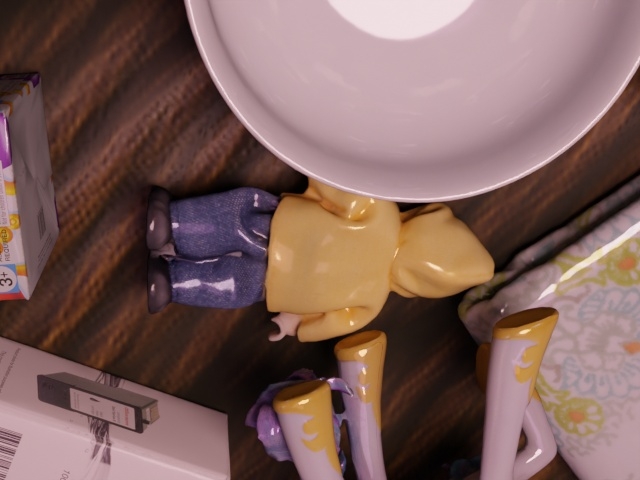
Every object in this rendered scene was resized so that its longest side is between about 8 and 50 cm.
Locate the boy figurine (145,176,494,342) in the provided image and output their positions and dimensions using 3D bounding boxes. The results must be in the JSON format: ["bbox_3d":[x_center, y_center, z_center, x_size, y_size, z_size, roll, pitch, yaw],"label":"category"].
[{"bbox_3d":[0.000,0.000,0.816,0.285,0.092,0.177,-2,111,-5],"label":"boy figurine"}]

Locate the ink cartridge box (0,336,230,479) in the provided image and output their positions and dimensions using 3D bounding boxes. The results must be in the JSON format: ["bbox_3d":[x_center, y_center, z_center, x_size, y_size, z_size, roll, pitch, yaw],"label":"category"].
[{"bbox_3d":[-0.239,0.215,0.863,0.273,0.114,0.198,22,108,-12],"label":"ink cartridge box"}]

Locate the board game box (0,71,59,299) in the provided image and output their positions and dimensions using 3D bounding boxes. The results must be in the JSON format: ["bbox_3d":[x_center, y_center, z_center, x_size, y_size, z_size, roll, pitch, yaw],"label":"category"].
[{"bbox_3d":[-0.352,-0.039,0.740,0.276,0.144,0.142,-3,111,-5],"label":"board game box"}]

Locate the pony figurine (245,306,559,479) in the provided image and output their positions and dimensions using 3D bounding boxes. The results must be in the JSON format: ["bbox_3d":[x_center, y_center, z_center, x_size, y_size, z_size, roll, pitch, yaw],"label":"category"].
[{"bbox_3d":[0.073,0.262,0.798,0.351,0.303,0.363,-17,101,-7],"label":"pony figurine"}]

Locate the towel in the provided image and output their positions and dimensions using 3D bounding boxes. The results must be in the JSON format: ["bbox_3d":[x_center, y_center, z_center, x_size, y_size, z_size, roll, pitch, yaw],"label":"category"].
[{"bbox_3d":[0.358,0.072,0.880,0.375,0.090,0.320,-35,107,8],"label":"towel"}]

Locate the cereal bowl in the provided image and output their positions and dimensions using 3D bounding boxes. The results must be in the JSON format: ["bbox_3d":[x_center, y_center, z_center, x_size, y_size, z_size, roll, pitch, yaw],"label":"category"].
[{"bbox_3d":[0.067,-0.206,0.715,0.339,0.141,0.338,-2,111,-5],"label":"cereal bowl"}]
